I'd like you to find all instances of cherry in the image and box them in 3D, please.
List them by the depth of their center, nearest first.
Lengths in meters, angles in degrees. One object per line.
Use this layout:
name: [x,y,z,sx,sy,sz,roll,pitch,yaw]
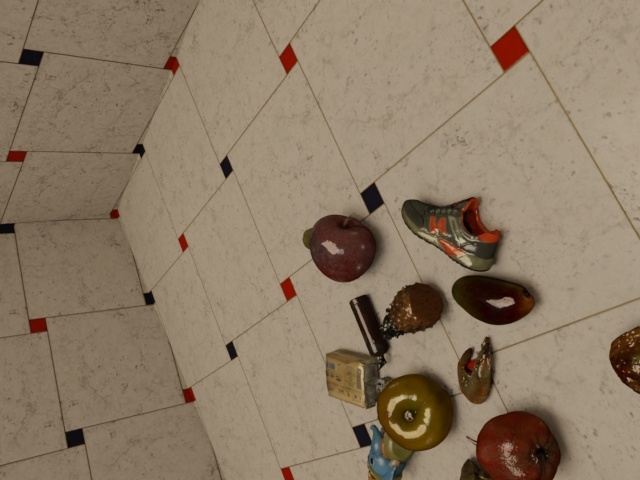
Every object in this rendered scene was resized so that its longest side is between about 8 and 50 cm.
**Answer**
cherry: [0.073,0.019,1.935,0.236,0.213,0.285,50,141,37]

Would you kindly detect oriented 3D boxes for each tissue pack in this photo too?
tissue pack: [0.119,0.517,2.102,0.222,0.090,0.186,-1,96,49]

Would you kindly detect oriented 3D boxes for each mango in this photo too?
mango: [0.473,0.168,1.578,0.268,0.111,0.133,9,118,54]

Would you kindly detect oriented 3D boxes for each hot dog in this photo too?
hot dog: [0.764,0.266,1.269,0.160,0.099,0.227,59,140,23]

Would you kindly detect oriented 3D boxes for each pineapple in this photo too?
pineapple: [0.278,0.247,1.821,0.157,0.158,0.278,64,151,17]

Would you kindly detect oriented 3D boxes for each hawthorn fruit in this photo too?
hawthorn fruit: [0.523,0.580,1.559,0.262,0.211,0.210,-19,85,59]

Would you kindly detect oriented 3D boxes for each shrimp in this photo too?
shrimp: [0.469,0.387,1.697,0.133,0.053,0.235,-133,41,-59]

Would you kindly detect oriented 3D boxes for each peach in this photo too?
peach: [0.308,0.556,1.821,0.251,0.153,0.251,-1,87,21]

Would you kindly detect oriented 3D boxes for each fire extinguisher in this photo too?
fire extinguisher: [0.176,0.331,1.998,0.089,0.072,0.267,-32,75,40]

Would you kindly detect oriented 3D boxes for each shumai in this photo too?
shumai: [0.487,0.759,1.721,0.116,0.145,0.145,14,115,8]

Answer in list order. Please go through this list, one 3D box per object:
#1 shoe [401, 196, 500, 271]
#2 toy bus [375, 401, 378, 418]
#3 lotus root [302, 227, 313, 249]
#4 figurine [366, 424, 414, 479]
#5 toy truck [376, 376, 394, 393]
shoe: [0.381,-0.063,1.621,0.336,0.132,0.170,41,123,34]
toy bus: [0.254,0.596,1.985,0.123,0.060,0.074,-23,78,52]
lotus root: [-0.001,0.000,2.120,0.183,0.077,0.090,15,111,48]
figurine: [0.248,0.740,1.983,0.180,0.154,0.261,29,104,53]
toy truck: [0.254,0.520,1.971,0.123,0.052,0.062,12,104,47]
